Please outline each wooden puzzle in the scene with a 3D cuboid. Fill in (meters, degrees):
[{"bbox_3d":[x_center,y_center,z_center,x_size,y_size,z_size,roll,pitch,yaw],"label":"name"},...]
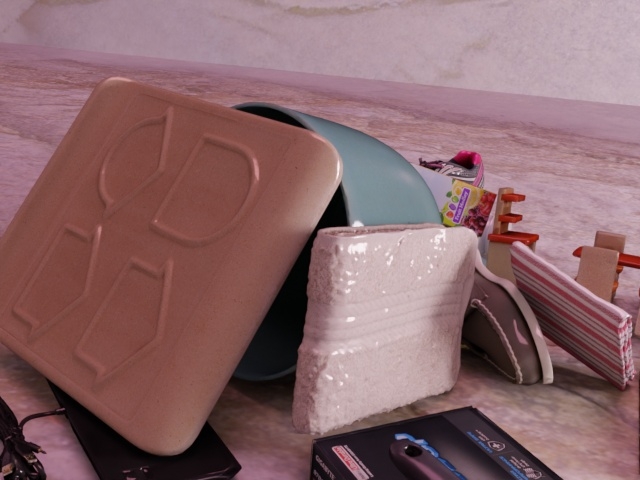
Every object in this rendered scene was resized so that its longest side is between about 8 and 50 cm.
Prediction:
[{"bbox_3d":[-0.172,0.008,0.892,0.348,0.322,0.080,23,-10,36],"label":"wooden puzzle"}]

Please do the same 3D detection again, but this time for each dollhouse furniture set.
[{"bbox_3d":[0.350,0.019,1.127,0.259,0.135,0.262,11,8,20],"label":"dollhouse furniture set"}]

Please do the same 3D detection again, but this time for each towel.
[{"bbox_3d":[0.075,0.077,0.855,0.049,0.187,0.282,13,10,35],"label":"towel"},{"bbox_3d":[0.276,0.082,0.951,0.029,0.197,0.144,-46,56,-10],"label":"towel"}]

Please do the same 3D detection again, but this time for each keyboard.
[{"bbox_3d":[-0.225,0.168,0.841,0.201,0.033,0.317,-3,19,-30],"label":"keyboard"}]

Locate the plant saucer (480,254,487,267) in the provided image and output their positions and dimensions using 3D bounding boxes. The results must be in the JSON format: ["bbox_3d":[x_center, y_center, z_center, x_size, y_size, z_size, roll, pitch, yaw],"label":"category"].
[{"bbox_3d":[0.173,0.035,1.276,0.195,0.037,0.195,4,19,-1],"label":"plant saucer"}]

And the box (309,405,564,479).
[{"bbox_3d":[0.115,0.222,0.716,0.175,0.051,0.220,-6,22,-25],"label":"box"}]

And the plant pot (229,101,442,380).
[{"bbox_3d":[0.000,0.000,1.004,0.293,0.293,0.235,21,15,40],"label":"plant pot"}]

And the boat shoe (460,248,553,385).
[{"bbox_3d":[0.177,0.084,1.045,0.091,0.109,0.305,-16,27,-8],"label":"boat shoe"}]

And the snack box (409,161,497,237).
[{"bbox_3d":[0.122,-0.063,1.234,0.207,0.070,0.174,21,-4,-1],"label":"snack box"}]

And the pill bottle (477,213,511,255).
[{"bbox_3d":[0.223,-0.018,1.370,0.137,0.078,0.078,13,21,23],"label":"pill bottle"}]

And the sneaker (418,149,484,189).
[{"bbox_3d":[0.171,-0.084,1.499,0.121,0.112,0.299,20,26,38],"label":"sneaker"}]

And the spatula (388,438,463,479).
[{"bbox_3d":[0.150,0.235,0.586,0.084,0.030,0.296,-16,48,-39],"label":"spatula"}]
